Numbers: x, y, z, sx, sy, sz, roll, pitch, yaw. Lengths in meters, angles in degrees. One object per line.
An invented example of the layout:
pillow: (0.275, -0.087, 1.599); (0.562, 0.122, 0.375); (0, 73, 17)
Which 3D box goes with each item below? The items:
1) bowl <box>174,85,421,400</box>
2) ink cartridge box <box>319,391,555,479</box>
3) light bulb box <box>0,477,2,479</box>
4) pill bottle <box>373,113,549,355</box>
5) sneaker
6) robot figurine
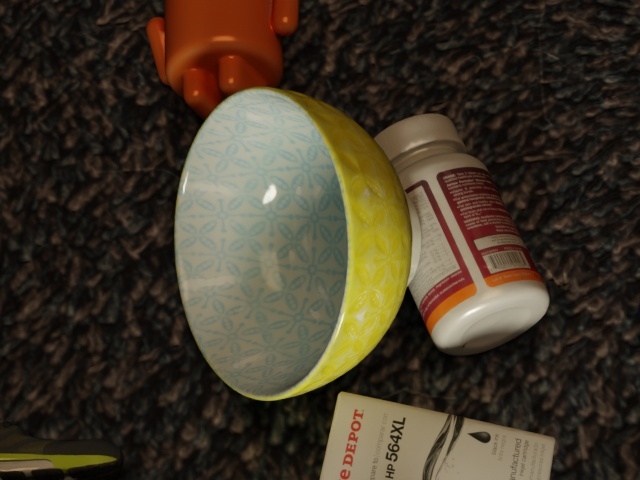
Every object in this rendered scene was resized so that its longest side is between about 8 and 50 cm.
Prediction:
bowl: (0.000, 0.000, 1.362); (0.156, 0.289, 0.289); (-3, 57, -36)
ink cartridge box: (0.097, 0.236, 1.309); (0.203, 0.086, 0.148); (11, 62, 4)
light bulb box: (-0.282, 0.302, 1.047); (0.225, 0.361, 0.358); (-35, 41, -17)
pill bottle: (0.128, -0.008, 1.424); (0.121, 0.121, 0.221); (-17, 63, -11)
sneaker: (-0.328, 0.178, 1.322); (0.300, 0.111, 0.121); (5, 57, -1)
robot figurine: (-0.105, -0.228, 1.537); (0.128, 0.158, 0.219); (10, 59, -22)
